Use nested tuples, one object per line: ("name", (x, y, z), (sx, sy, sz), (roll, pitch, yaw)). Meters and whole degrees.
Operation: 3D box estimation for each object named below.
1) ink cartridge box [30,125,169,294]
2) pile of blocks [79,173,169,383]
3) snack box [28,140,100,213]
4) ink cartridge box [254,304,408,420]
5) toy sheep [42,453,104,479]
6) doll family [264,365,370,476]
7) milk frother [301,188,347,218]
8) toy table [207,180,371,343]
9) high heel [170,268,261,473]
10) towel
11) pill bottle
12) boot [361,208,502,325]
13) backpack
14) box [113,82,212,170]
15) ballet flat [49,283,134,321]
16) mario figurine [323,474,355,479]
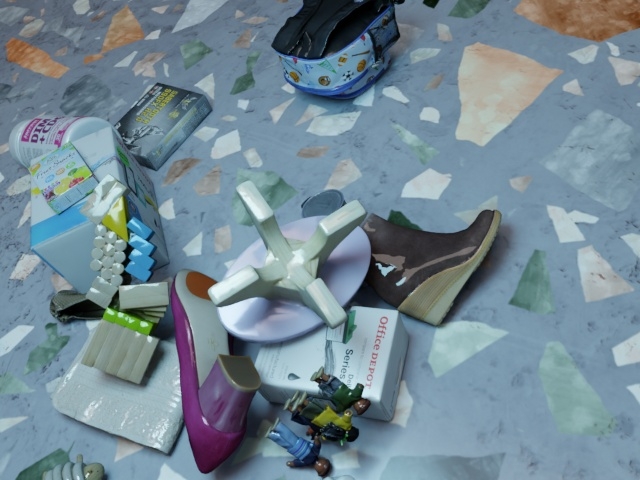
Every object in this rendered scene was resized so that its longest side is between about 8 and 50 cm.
("ink cartridge box", (-0.472, -0.062, 1.264), (0.197, 0.198, 0.270), (-24, 51, 0))
("pile of blocks", (-0.343, 0.067, 1.070), (0.149, 0.112, 0.362), (-2, 88, -7))
("snack box", (-0.506, -0.126, 1.171), (0.100, 0.037, 0.141), (-36, 51, -11))
("ink cartridge box", (0.019, 0.190, 0.973), (0.220, 0.092, 0.160), (3, 56, 21))
("toy sheep", (-0.415, 0.404, 0.965), (0.132, 0.091, 0.091), (-29, 50, -11))
("doll family", (0.000, 0.276, 0.882), (0.111, 0.193, 0.076), (35, 41, -5))
("milk frother", (0.000, 0.000, 1.095), (0.129, 0.134, 0.143), (10, 55, 42))
("toy table", (-0.042, 0.037, 0.910), (0.252, 0.161, 0.274), (43, 74, 14))
("high heel", (-0.212, 0.199, 1.012), (0.181, 0.127, 0.377), (-63, 29, 18))
("towel", (-0.347, 0.257, 1.077), (0.282, 0.049, 0.187), (9, 58, 24))
("pill bottle", (-0.630, -0.227, 1.457), (0.283, 0.160, 0.160), (10, 58, 35))
("boot", (0.176, 0.002, 1.033), (0.207, 0.090, 0.248), (34, 77, 13))
("backpack", (0.027, -0.457, 1.390), (0.277, 0.213, 0.263), (22, 56, 38))
("box", (-0.417, -0.295, 1.515), (0.183, 0.056, 0.231), (22, 64, 31))
("ballet flat", (-0.442, 0.131, 1.180), (0.250, 0.084, 0.058), (-4, 37, 22))
("mario figurine", (-0.047, 0.411, 0.773), (0.321, 0.170, 0.198), (12, 25, 18))
